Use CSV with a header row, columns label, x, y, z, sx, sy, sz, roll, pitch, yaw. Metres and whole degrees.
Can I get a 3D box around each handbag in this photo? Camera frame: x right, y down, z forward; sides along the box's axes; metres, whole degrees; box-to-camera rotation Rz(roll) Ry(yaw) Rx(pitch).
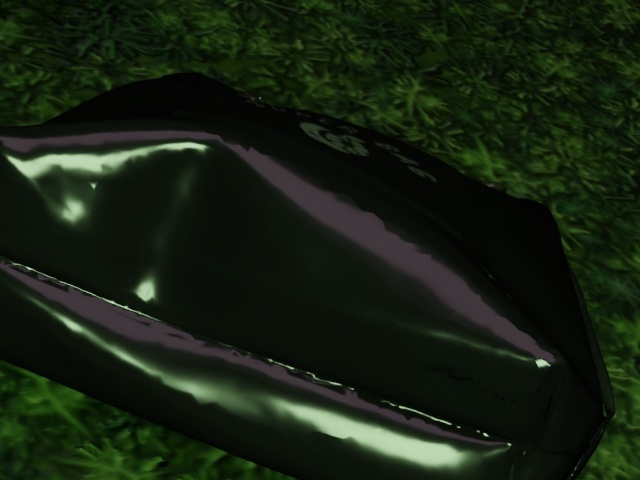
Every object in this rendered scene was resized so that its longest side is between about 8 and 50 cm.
label,x,y,z,sx,sy,sz,roll,pitch,yaw
handbag,0.000,0.000,0.809,0.342,0.152,0.288,22,23,4
